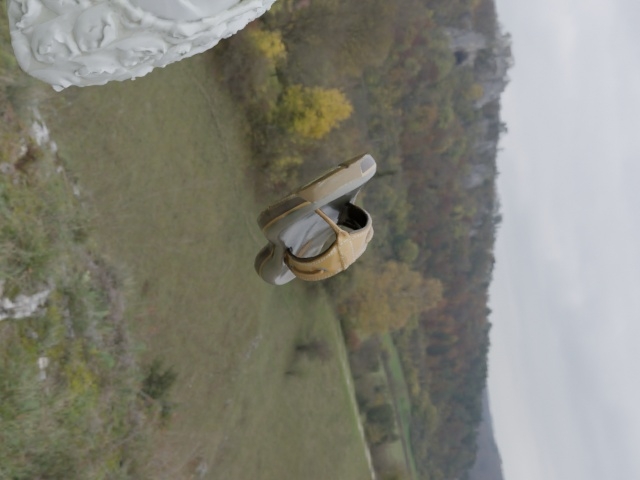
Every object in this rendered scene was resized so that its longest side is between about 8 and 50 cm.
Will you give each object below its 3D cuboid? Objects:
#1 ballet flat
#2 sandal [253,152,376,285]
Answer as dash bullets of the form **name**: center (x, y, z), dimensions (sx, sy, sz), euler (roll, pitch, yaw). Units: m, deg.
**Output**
- **ballet flat**: center (-0.039, -0.243, 0.482), dimensions (0.147, 0.408, 0.147), euler (49, -20, 24)
- **sandal**: center (0.000, 0.000, 0.399), dimensions (0.049, 0.072, 0.180), euler (53, -19, 9)
